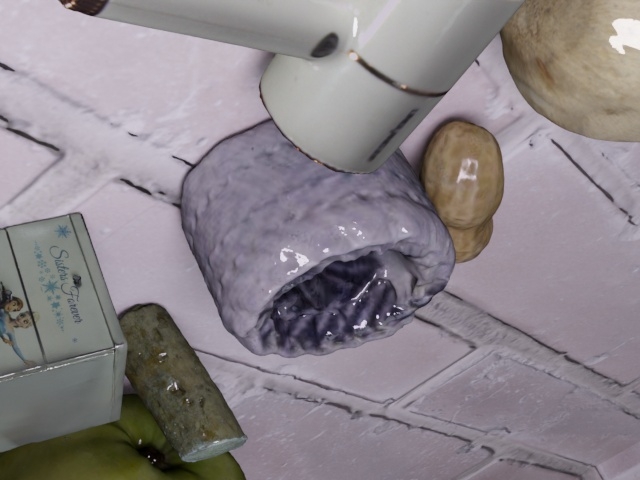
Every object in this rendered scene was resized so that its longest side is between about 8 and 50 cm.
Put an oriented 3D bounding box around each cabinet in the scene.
[{"bbox_3d":[-0.293,0.091,0.965,0.206,0.145,0.150,-13,149,-22],"label":"cabinet"}]

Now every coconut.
[{"bbox_3d":[0.260,-0.179,0.912,0.224,0.224,0.224,-20,151,-12],"label":"coconut"}]

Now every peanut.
[{"bbox_3d":[0.146,-0.040,1.151,0.086,0.104,0.228,14,153,10],"label":"peanut"}]

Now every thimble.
[{"bbox_3d":[0.000,0.000,1.037,0.246,0.157,0.217,7,138,-45],"label":"thimble"}]

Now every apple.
[{"bbox_3d":[-0.237,0.346,1.239,0.357,0.357,0.357,-20,151,-12],"label":"apple"}]

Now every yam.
[{"bbox_3d":[-0.151,0.151,1.143,0.078,0.179,0.078,-32,162,-12],"label":"yam"}]

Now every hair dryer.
[{"bbox_3d":[-0.036,-0.164,0.771,0.362,0.128,0.203,4,140,-41],"label":"hair dryer"}]
